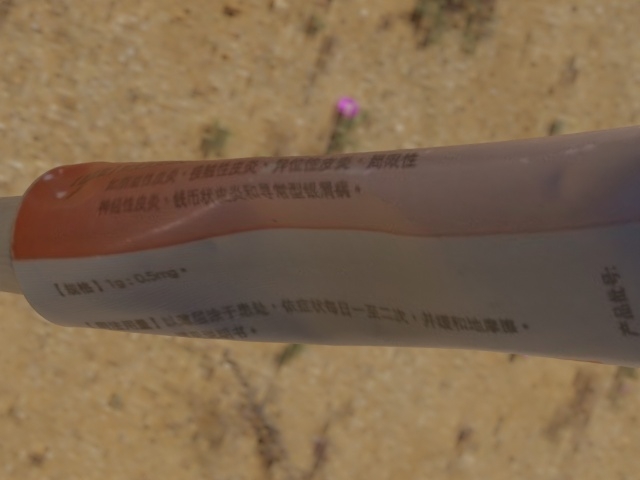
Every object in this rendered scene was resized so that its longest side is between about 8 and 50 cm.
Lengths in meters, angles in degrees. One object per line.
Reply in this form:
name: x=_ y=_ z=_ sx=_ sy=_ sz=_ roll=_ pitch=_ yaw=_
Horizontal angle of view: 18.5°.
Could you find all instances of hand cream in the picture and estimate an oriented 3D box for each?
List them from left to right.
hand cream: x=-0.001 y=0.000 z=0.415 sx=0.052 sy=0.216 sz=0.038 roll=40 pitch=59 yaw=-46
